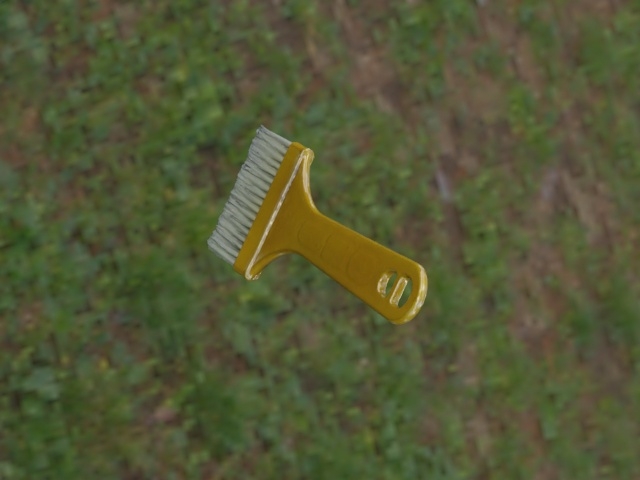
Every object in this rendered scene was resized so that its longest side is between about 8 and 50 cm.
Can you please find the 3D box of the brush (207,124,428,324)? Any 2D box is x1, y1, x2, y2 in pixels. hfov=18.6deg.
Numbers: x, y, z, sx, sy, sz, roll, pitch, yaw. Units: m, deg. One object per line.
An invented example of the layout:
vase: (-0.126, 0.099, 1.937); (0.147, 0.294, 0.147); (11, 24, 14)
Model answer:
brush: (0.000, 0.000, 1.326); (0.013, 0.272, 0.103); (21, 96, -32)
